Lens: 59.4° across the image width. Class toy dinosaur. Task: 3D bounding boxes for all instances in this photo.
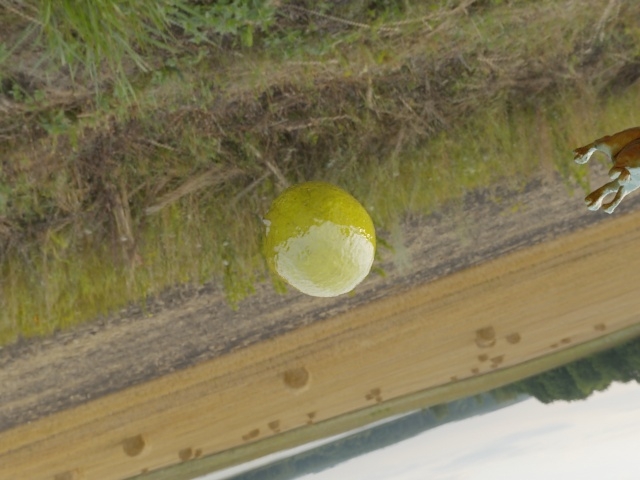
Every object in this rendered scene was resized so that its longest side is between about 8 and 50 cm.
[{"bbox_3d":[0.340,-0.105,0.603,0.212,0.057,0.142,-56,-174,-33],"label":"toy dinosaur"}]

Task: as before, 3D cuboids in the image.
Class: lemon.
[{"bbox_3d":[0.000,0.000,0.551,0.109,0.109,0.133,-32,133,31],"label":"lemon"}]
